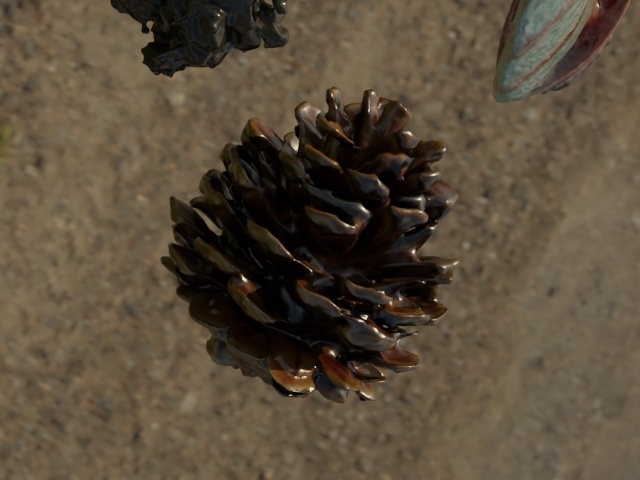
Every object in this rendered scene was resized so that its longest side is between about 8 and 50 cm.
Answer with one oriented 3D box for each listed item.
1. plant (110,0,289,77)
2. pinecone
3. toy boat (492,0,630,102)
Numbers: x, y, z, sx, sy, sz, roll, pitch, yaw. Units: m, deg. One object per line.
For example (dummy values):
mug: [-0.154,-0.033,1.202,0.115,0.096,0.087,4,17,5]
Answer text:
plant: [-0.078,-0.139,0.802,0.085,0.174,0.087,-48,158,10]
pinecone: [0.000,0.000,0.959,0.173,0.173,0.173,-28,129,-41]
toy boat: [0.208,-0.218,1.568,0.206,0.096,0.282,-53,169,-2]
